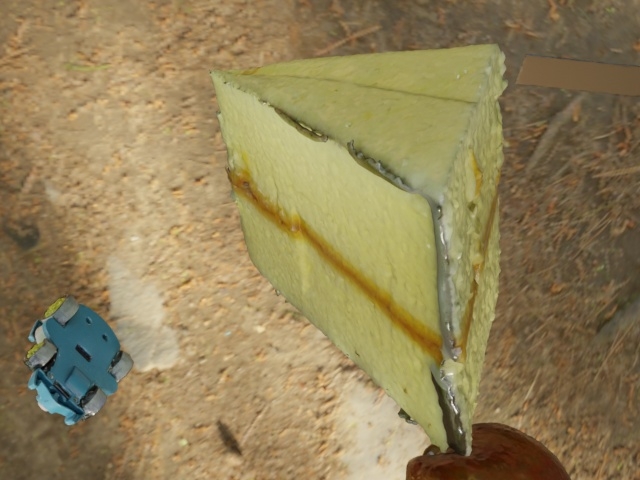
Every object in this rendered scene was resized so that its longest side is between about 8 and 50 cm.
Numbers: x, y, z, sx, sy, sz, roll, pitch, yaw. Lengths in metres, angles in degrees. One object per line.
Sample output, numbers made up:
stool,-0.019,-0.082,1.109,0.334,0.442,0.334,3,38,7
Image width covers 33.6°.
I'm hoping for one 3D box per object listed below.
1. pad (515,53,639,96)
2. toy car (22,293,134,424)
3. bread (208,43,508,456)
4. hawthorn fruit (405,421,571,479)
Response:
pad,0.359,-0.190,1.259,0.245,0.170,0.006,7,87,7
toy car,-0.310,0.159,1.276,0.098,0.161,0.126,-31,113,29
bread,0.000,0.000,0.942,0.405,0.242,0.346,5,137,30
hawthorn fruit,0.181,0.316,1.057,0.261,0.224,0.224,41,109,13
